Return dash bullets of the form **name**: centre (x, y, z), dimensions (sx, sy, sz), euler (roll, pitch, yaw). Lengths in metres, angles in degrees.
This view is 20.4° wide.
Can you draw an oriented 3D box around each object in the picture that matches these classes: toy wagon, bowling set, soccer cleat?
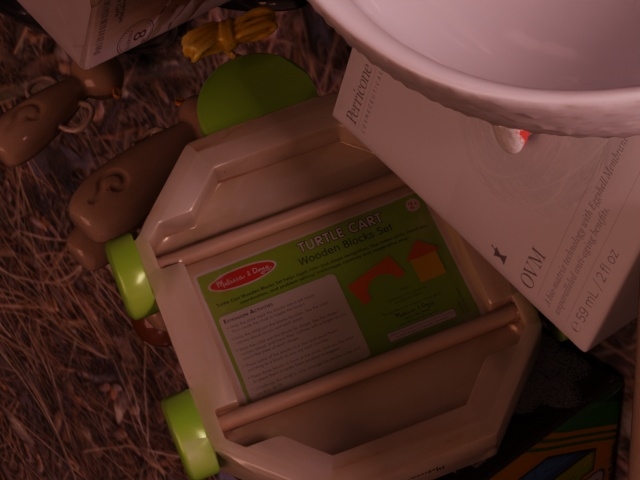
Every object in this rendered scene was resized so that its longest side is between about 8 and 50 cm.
- **toy wagon**: centre (0.000, 0.000, 1.153), dimensions (0.068, 0.267, 0.344), euler (83, 165, -61)
- **bowling set**: centre (-0.121, -0.022, 1.450), dimensions (0.287, 0.154, 0.200), euler (39, 160, 26)
- **soccer cleat**: centre (0.091, -0.081, 0.934), dimensions (0.029, 0.035, 0.083), euler (23, 131, 43)

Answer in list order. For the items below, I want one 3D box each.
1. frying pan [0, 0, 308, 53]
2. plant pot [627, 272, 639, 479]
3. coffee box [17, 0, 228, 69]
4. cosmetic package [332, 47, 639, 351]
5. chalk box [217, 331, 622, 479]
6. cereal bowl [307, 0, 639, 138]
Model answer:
- **frying pan**: centre (-0.165, -0.212, 1.341), dimensions (0.197, 0.053, 0.326), euler (29, 159, -29)
- **plant pot**: centre (0.277, 0.126, 0.856), dimensions (0.334, 0.333, 0.306), euler (2, 97, 53)
- **coffee box**: centre (-0.070, -0.226, 1.093), dimensions (0.098, 0.246, 0.141), euler (46, 145, 19)
- **cosmetic package**: centre (0.145, -0.102, 1.006), dimensions (0.225, 0.138, 0.224), euler (45, 144, 23)
- **chalk box**: centre (0.044, 0.185, 1.221), dimensions (0.180, 0.289, 0.179), euler (32, 138, 36)
- **cereal bowl**: centre (0.140, -0.200, 0.822), dimensions (0.339, 0.339, 0.141), euler (44, -178, 23)
